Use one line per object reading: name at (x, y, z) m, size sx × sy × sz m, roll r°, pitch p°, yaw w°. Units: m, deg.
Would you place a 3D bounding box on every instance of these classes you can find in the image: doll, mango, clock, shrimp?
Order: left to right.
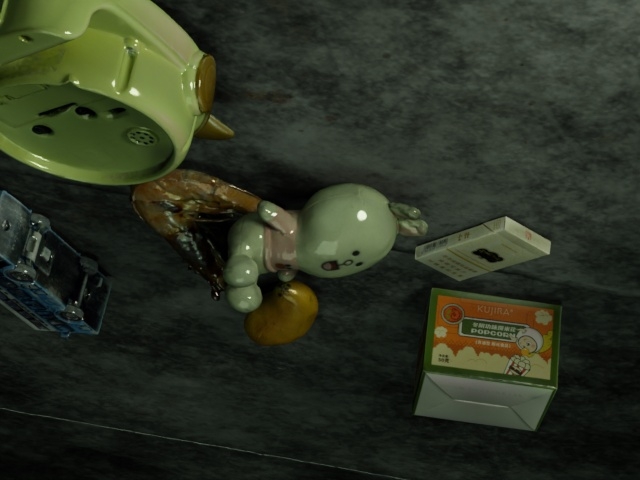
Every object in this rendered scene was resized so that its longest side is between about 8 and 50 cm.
clock at (-0.262, -0.165, 1.567) m, size 0.286 × 0.117 × 0.348 m, roll -12°, pitch 148°, yaw 38°
shrimp at (-0.129, -0.018, 1.907) m, size 0.178 × 0.075 × 0.289 m, roll -10°, pitch 136°, yaw 29°
mango at (-0.057, 0.110, 2.138) m, size 0.098 × 0.075 × 0.190 m, roll 11°, pitch 149°, yaw -18°
doll at (-0.006, -0.009, 1.806) m, size 0.275 × 0.113 × 0.155 m, roll -20°, pitch 143°, yaw 3°

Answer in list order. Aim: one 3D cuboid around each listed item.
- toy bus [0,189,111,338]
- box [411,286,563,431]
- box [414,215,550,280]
toy bus at (-0.431, 0.038, 2.071) m, size 0.131 × 0.106 × 0.297 m, roll -1°, pitch 152°, yaw 24°
box at (0.243, 0.174, 2.088) m, size 0.195 × 0.148 × 0.177 m, roll 8°, pitch 151°, yaw 2°
box at (0.216, 0.013, 1.900) m, size 0.090 × 0.024 × 0.167 m, roll 26°, pitch 149°, yaw -34°
